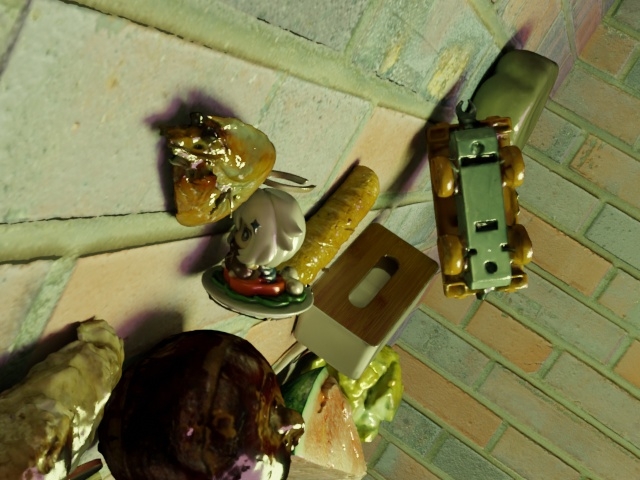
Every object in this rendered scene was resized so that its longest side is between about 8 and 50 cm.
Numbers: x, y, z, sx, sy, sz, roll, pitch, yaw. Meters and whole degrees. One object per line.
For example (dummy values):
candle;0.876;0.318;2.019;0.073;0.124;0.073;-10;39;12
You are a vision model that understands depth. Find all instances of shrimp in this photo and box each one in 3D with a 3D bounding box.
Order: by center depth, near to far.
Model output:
shrimp;-0.095;-0.059;0.712;0.115;0.051;0.217;-54;169;0

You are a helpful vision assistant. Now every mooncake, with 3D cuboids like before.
mooncake;0.410;-0.292;1.734;0.275;0.135;0.275;-53;164;-23

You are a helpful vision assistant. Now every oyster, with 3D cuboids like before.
oyster;-0.232;0.164;0.659;0.161;0.107;0.233;-68;166;12

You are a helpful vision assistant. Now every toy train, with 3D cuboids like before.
toy train;0.286;-0.077;1.491;0.231;0.163;0.369;-81;163;-84

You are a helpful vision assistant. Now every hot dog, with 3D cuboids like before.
hot dog;-0.003;-0.002;1.138;0.286;0.061;0.088;-51;154;-24

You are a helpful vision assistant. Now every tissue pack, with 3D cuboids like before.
tissue pack;0.084;0.112;1.489;0.246;0.159;0.136;-47;165;-37

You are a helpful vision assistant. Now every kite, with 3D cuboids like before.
kite;0.002;0.205;1.663;0.159;0.010;0.190;-43;179;-2

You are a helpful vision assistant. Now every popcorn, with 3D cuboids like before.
popcorn;0.067;0.327;1.778;0.276;0.225;0.276;-29;178;-1

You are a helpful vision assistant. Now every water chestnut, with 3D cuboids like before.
water chestnut;-0.146;0.205;0.880;0.224;0.238;0.223;27;60;-59

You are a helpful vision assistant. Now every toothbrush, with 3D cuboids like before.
toothbrush;-0.047;0.212;1.547;0.307;0.025;0.029;-36;148;-54

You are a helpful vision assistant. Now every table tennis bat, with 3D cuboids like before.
table tennis bat;-0.279;0.263;0.800;0.154;0.021;0.274;-34;171;-3

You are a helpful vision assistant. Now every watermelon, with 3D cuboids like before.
watermelon;-0.052;0.383;1.625;0.319;0.292;0.222;26;57;-43

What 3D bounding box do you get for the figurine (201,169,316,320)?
figurine;-0.053;-0.006;0.868;0.132;0.132;0.153;-28;136;-63
